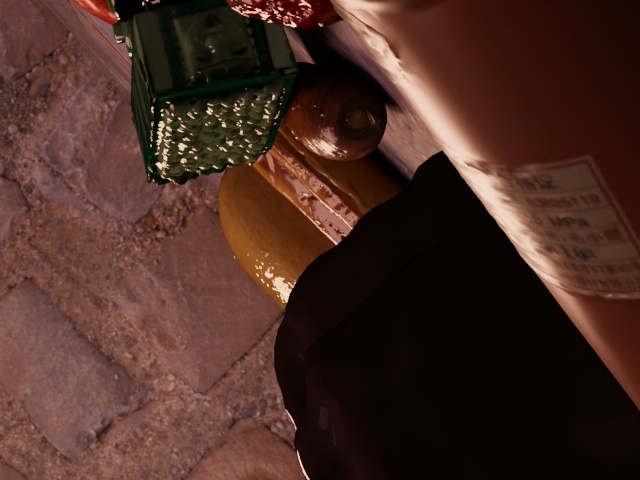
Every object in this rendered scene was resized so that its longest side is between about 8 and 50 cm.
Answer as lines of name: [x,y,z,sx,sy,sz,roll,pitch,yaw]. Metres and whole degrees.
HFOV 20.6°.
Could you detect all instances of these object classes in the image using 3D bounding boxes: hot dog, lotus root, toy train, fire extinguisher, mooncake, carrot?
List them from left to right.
toy train: [-0.095,-0.136,1.236,0.269,0.115,0.154,121,135,-77]
lotus root: [-0.001,0.003,1.578,0.303,0.131,0.146,45,173,34]
carrot: [0.001,-0.093,1.247,0.060,0.060,0.186,49,175,-17]
hot dog: [0.017,-0.046,1.415,0.249,0.068,0.100,44,164,17]
mooncake: [0.134,0.153,0.870,0.381,0.212,0.350,56,-179,-34]
fire extinguisher: [0.106,-0.060,0.471,0.200,0.113,0.376,-14,131,35]

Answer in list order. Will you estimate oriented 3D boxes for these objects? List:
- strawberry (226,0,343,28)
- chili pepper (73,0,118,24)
strawberry: [-0.009,-0.139,0.717,0.106,0.106,0.106,47,175,5]
chili pepper: [-0.283,-0.316,1.952,0.063,0.071,0.272,-17,129,41]
